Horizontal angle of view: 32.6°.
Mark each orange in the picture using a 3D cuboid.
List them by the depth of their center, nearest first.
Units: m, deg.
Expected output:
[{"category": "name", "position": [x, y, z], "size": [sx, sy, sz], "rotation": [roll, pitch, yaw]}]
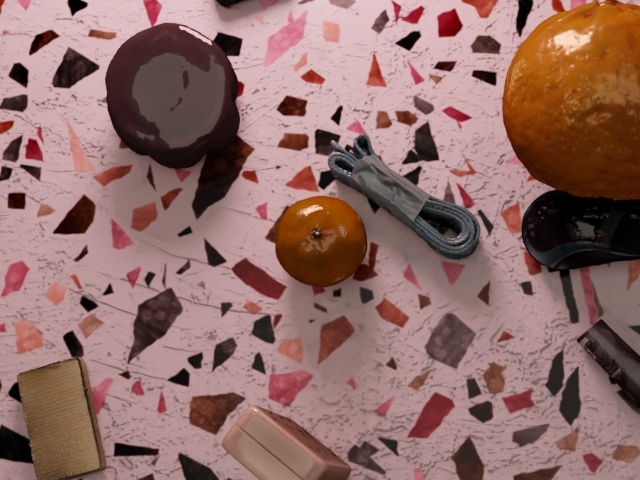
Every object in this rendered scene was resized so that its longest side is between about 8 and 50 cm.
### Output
[{"category": "orange", "position": [0.449, -0.222, 1.688], "size": [0.341, 0.340, 0.293], "rotation": [2, 111, 9]}, {"category": "orange", "position": [0.000, 0.000, 1.823], "size": [0.156, 0.124, 0.156], "rotation": [-3, 77, 12]}]

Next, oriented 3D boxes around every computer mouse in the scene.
[{"category": "computer mouse", "position": [0.444, -0.029, 1.776], "size": [0.233, 0.096, 0.137], "rotation": [-7, 76, 8]}]

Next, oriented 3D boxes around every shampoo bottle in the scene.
[{"category": "shampoo bottle", "position": [0.496, 0.218, 1.731], "size": [0.063, 0.057, 0.207], "rotation": [-42, 74, -3]}]

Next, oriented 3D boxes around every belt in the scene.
[{"category": "belt", "position": [0.139, -0.076, 1.848], "size": [0.302, 0.072, 0.087], "rotation": [37, 89, 13]}]

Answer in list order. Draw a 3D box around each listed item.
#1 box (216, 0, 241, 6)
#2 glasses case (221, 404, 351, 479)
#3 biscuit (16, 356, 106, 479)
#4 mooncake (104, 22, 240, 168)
[{"category": "box", "position": [-0.147, -0.555, 2.011], "size": [0.160, 0.050, 0.230], "rotation": [-18, 75, 5]}, {"category": "glasses case", "position": [-0.043, 0.327, 1.645], "size": [0.144, 0.336, 0.076], "rotation": [38, 85, 14]}, {"category": "biscuit", "position": [-0.440, 0.307, 1.865], "size": [0.121, 0.040, 0.199], "rotation": [-17, 74, 7]}, {"category": "mooncake", "position": [-0.255, -0.250, 1.915], "size": [0.245, 0.133, 0.244], "rotation": [-2, 77, 8]}]
